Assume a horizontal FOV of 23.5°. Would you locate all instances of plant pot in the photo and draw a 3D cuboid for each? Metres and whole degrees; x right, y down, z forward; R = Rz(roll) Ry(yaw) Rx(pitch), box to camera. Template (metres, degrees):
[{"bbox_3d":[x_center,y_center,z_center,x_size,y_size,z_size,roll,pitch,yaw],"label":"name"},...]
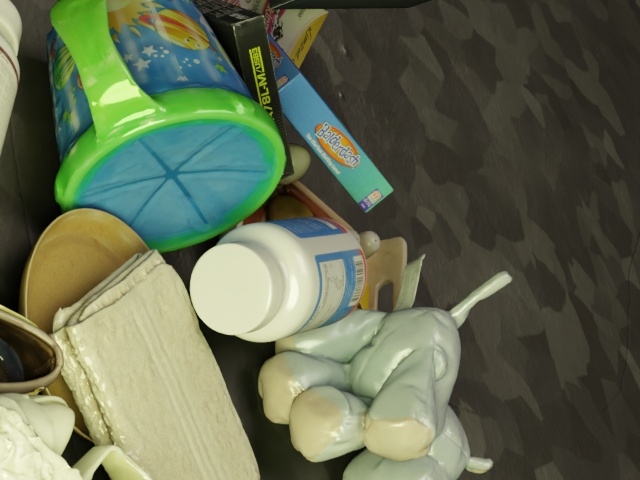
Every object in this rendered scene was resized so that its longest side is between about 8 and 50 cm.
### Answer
[{"bbox_3d":[-0.216,0.087,1.489,0.236,0.032,0.236,32,51,-51],"label":"plant pot"}]

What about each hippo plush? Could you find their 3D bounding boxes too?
[{"bbox_3d":[0.068,0.195,1.754,0.294,0.234,0.237,-56,147,-40],"label":"hippo plush"}]

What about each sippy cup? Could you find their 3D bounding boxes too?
[{"bbox_3d":[-0.178,-0.141,1.585,0.240,0.305,0.224,-6,57,-25],"label":"sippy cup"}]

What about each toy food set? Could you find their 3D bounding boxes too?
[{"bbox_3d":[0.000,0.000,1.852,0.306,0.092,0.220,40,38,-33],"label":"toy food set"}]

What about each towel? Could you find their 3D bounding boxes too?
[{"bbox_3d":[-0.156,0.164,1.479,0.187,0.049,0.282,-42,115,-57],"label":"towel"}]

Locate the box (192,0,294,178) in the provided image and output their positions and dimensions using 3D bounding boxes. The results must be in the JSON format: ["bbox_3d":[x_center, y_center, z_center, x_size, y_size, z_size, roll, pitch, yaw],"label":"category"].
[{"bbox_3d":[-0.102,-0.172,1.705,0.045,0.190,0.184,-23,117,-21],"label":"box"}]

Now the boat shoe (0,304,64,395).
[{"bbox_3d":[-0.356,0.072,1.258,0.324,0.096,0.117,28,46,-44],"label":"boat shoe"}]

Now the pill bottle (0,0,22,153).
[{"bbox_3d":[-0.343,-0.130,1.408,0.121,0.121,0.221,39,38,-34],"label":"pill bottle"}]

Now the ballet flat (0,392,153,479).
[{"bbox_3d":[-0.228,0.212,1.293,0.409,0.147,0.147,50,32,-36],"label":"ballet flat"}]

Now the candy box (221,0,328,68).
[{"bbox_3d":[-0.117,-0.275,1.840,0.233,0.071,0.159,37,73,-37],"label":"candy box"}]

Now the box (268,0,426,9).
[{"bbox_3d":[0.057,-0.441,1.866,0.296,0.182,0.294,-10,86,-51],"label":"box"}]

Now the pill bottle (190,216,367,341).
[{"bbox_3d":[-0.045,0.040,1.602,0.221,0.124,0.124,-7,72,-66],"label":"pill bottle"}]

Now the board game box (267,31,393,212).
[{"bbox_3d":[-0.012,-0.146,1.793,0.210,0.047,0.160,49,4,-39],"label":"board game box"}]
